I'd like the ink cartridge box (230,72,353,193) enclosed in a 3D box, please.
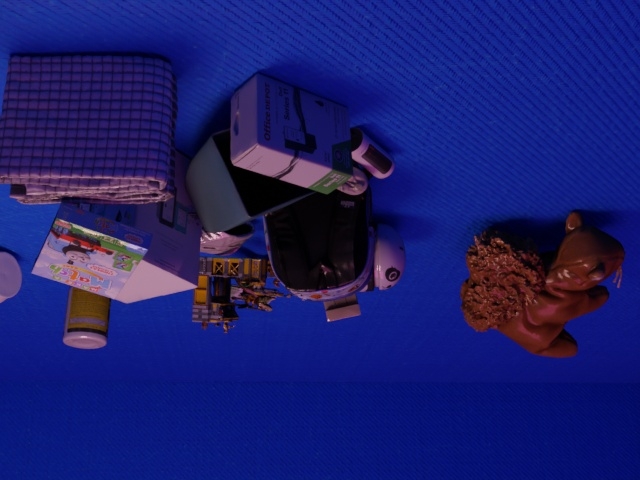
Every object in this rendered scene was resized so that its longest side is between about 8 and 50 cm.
[{"bbox_3d":[-0.051,-0.188,1.444,0.208,0.153,0.087,14,151,-34],"label":"ink cartridge box"}]

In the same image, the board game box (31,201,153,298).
[{"bbox_3d":[-0.406,0.024,1.423,0.160,0.039,0.211,20,145,-20],"label":"board game box"}]

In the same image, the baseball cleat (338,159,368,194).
[{"bbox_3d":[0.001,-0.157,1.626,0.206,0.109,0.072,32,109,-10],"label":"baseball cleat"}]

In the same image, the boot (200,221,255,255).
[{"bbox_3d":[-0.284,-0.025,1.916,0.258,0.095,0.123,2,154,-39],"label":"boot"}]

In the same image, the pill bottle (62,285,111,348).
[{"bbox_3d":[-0.641,0.185,2.235,0.119,0.209,0.119,0,157,0],"label":"pill bottle"}]

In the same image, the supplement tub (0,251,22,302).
[{"bbox_3d":[-0.901,0.104,2.113,0.199,0.144,0.144,-11,156,21],"label":"supplement tub"}]

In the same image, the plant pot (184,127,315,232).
[{"bbox_3d":[-0.158,-0.112,1.559,0.165,0.166,0.234,-24,179,-35],"label":"plant pot"}]

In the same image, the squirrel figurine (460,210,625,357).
[{"bbox_3d":[0.556,0.098,2.027,0.396,0.281,0.370,4,151,-19],"label":"squirrel figurine"}]

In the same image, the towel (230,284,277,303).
[{"bbox_3d":[-0.218,0.169,2.460,0.152,0.023,0.113,8,155,-20],"label":"towel"}]

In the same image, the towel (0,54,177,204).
[{"bbox_3d":[-0.383,-0.178,1.351,0.283,0.235,0.121,-1,163,0],"label":"towel"}]

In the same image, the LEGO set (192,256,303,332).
[{"bbox_3d":[-0.173,0.141,2.054,0.254,0.192,0.331,1,178,21],"label":"LEGO set"}]

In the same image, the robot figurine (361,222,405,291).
[{"bbox_3d":[0.069,0.045,1.977,0.278,0.209,0.174,-3,113,4],"label":"robot figurine"}]

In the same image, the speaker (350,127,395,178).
[{"bbox_3d":[0.094,-0.174,1.613,0.055,0.055,0.136,-15,153,29],"label":"speaker"}]

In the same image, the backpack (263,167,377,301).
[{"bbox_3d":[0.000,0.000,1.754,0.276,0.263,0.213,-7,157,12],"label":"backpack"}]

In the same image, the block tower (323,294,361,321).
[{"bbox_3d":[0.055,0.159,2.218,0.090,0.097,0.335,-14,179,0],"label":"block tower"}]

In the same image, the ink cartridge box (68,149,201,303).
[{"bbox_3d":[-0.372,-0.042,1.626,0.198,0.270,0.197,-14,153,28],"label":"ink cartridge box"}]
